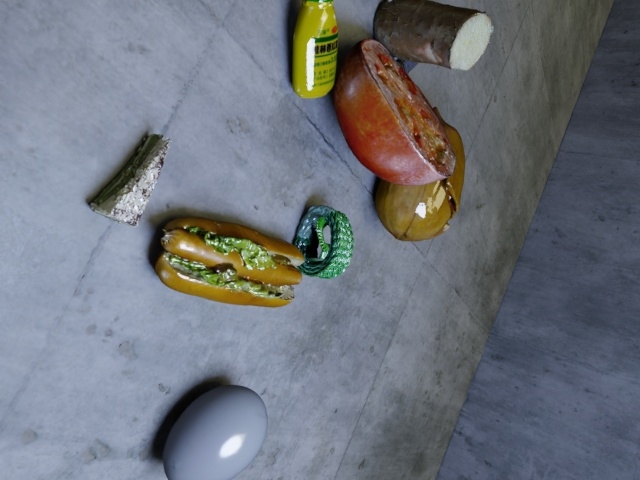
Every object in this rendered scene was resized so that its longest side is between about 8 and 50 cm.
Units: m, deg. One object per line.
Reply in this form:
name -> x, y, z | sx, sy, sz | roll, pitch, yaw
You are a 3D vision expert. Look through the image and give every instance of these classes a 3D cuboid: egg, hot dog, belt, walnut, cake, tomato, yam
egg -> -0.180, 0.340, 0.841 | 0.198, 0.146, 0.147 | -31, 127, -34
hot dog -> -0.137, 0.043, 0.817 | 0.337, 0.100, 0.135 | 22, 87, -54
belt -> 0.000, 0.000, 0.967 | 0.079, 0.121, 0.152 | 20, 75, -49
walnut -> 0.246, -0.160, 1.164 | 0.209, 0.208, 0.337 | 13, 88, -54
cake -> -0.248, -0.081, 0.664 | 0.140, 0.051, 0.055 | -59, 148, -19
tomato -> 0.130, -0.235, 0.971 | 0.338, 0.143, 0.339 | 40, 32, -32
yam -> 0.220, -0.427, 0.997 | 0.128, 0.238, 0.129 | -57, 143, 1

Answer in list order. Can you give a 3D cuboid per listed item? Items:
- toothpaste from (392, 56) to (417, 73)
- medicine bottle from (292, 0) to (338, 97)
toothpaste -> 0.188, -0.409, 1.117 | 0.193, 0.045, 0.071 | -46, 128, -23
medicine bottle -> -0.007, -0.375, 0.813 | 0.095, 0.064, 0.261 | -29, 138, -35
